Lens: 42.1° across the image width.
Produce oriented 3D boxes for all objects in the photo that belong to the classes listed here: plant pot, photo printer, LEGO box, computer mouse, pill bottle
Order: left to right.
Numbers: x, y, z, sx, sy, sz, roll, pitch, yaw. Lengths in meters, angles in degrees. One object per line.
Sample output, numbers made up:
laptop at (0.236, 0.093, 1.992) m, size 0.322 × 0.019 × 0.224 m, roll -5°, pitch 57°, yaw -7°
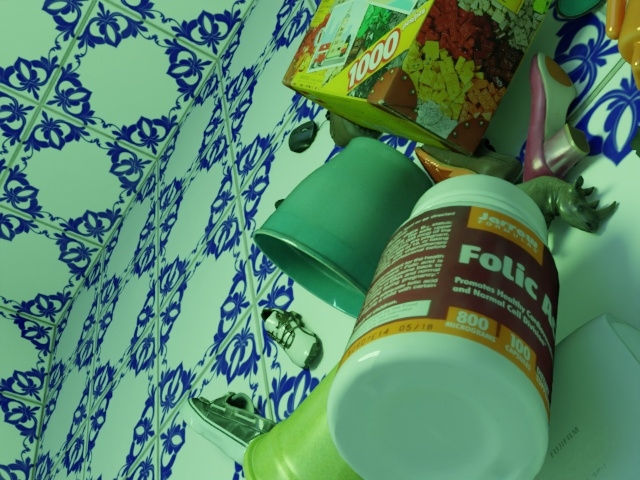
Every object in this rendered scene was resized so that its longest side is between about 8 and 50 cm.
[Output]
computer mouse at (-0.015, -0.287, 2.077) m, size 0.242 × 0.041 × 0.071 m, roll -32°, pitch 40°, yaw 48°
plant pot at (0.063, -0.032, 1.478) m, size 0.255 × 0.272 × 0.272 m, roll -55°, pitch 23°, yaw -15°
plant pot at (0.075, 0.268, 1.145) m, size 0.254 × 0.276 × 0.276 m, roll -57°, pitch 26°, yaw 13°
LEGO box at (0.162, -0.385, 1.478) m, size 0.372 × 0.193 × 0.500 m, roll -64°, pitch 24°, yaw 3°
pill bottle at (0.161, 0.093, 0.969) m, size 0.224 × 0.224 × 0.392 m, roll -46°, pitch 10°, yaw 35°
photo printer at (0.309, 0.243, 0.906) m, size 0.256 × 0.107 × 0.307 m, roll -54°, pitch 28°, yaw 22°

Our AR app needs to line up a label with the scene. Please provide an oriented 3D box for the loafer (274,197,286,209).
loafer at (-0.050, -0.065, 1.928) m, size 0.078 × 0.076 × 0.223 m, roll -31°, pitch 16°, yaw -10°

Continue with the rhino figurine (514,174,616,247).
rhino figurine at (0.300, -0.040, 1.188) m, size 0.243 × 0.073 × 0.106 m, roll -7°, pitch 65°, yaw 39°

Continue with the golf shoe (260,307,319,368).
golf shoe at (-0.069, 0.196, 1.695) m, size 0.077 × 0.094 × 0.198 m, roll -61°, pitch 27°, yaw 6°

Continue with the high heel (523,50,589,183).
high heel at (0.337, -0.182, 1.277) m, size 0.117 × 0.082 × 0.244 m, roll -45°, pitch 39°, yaw 40°

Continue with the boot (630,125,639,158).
boot at (0.503, -0.134, 0.832) m, size 0.348 × 0.131 × 0.260 m, roll 45°, pitch 115°, yaw 52°

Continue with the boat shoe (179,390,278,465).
boat shoe at (-0.180, 0.378, 1.747) m, size 0.335 × 0.121 × 0.119 m, roll 15°, pitch 73°, yaw 53°

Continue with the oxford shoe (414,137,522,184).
oxford shoe at (0.246, -0.125, 1.403) m, size 0.098 × 0.097 × 0.271 m, roll -41°, pitch 28°, yaw -2°

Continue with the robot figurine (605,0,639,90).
robot figurine at (0.459, -0.300, 1.073) m, size 0.158 × 0.128 × 0.219 m, roll -11°, pitch 58°, yaw 68°

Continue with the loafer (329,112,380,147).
loafer at (0.064, -0.364, 1.884) m, size 0.130 × 0.134 × 0.366 m, roll -35°, pitch 39°, yaw 47°

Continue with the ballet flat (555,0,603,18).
ballet flat at (0.450, -0.441, 1.310) m, size 0.213 × 0.072 × 0.068 m, roll -54°, pitch 0°, yaw 21°
